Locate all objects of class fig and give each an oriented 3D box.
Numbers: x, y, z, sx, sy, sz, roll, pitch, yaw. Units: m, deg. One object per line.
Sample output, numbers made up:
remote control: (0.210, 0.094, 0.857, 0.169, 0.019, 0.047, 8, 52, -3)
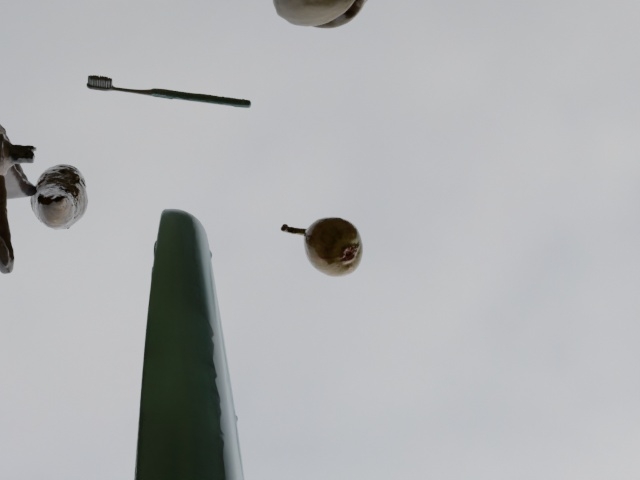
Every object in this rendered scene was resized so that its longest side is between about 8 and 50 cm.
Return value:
fig: (0.000, 0.000, 1.006, 0.050, 0.050, 0.083, -34, -145, -27)

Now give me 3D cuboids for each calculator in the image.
calculator: (-0.068, 0.151, 0.696, 0.055, 0.256, 0.386, -7, -142, -3)

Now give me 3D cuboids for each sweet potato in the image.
sweet potato: (-0.281, -0.045, 1.313, 0.067, 0.067, 0.274, -12, -169, -9)

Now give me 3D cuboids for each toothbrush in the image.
toothbrush: (-0.152, -0.149, 1.225, 0.167, 0.014, 0.011, 7, -139, -2)

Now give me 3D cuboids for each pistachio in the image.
pistachio: (0.005, -0.320, 1.512, 0.149, 0.113, 0.113, -19, -142, 31)

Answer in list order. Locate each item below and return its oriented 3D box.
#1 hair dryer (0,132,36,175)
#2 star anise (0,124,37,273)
hair dryer: (-0.321, -0.072, 0.974, 0.182, 0.117, 0.064, -3, -114, -9)
star anise: (-0.402, -0.114, 1.144, 0.109, 0.349, 0.292, -45, -138, 5)
